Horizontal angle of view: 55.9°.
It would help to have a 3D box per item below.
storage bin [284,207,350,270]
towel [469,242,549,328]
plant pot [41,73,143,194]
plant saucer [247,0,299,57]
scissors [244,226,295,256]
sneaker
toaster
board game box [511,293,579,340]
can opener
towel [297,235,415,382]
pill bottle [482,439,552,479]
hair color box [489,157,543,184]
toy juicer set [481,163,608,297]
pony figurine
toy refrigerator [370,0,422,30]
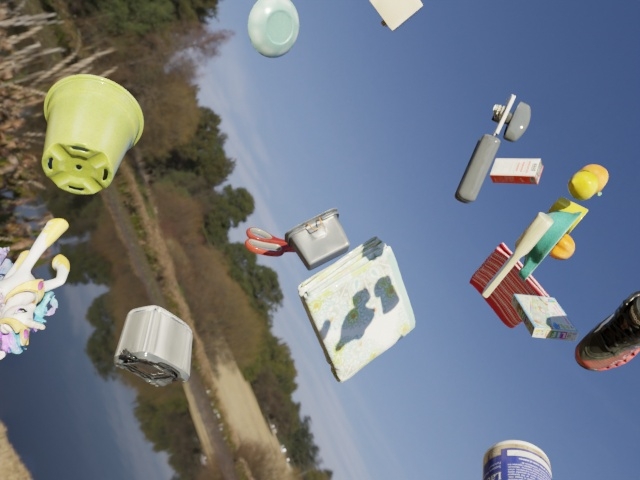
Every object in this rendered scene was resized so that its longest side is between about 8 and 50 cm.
[{"bbox_3d":[0.000,0.000,1.354,0.091,0.135,0.098,59,-13,16],"label":"storage bin"},{"bbox_3d":[0.521,0.136,1.692,0.199,0.031,0.275,53,-16,17],"label":"towel"},{"bbox_3d":[-0.647,-0.274,1.669,0.254,0.276,0.276,-97,179,-45],"label":"plant pot"},{"bbox_3d":[-0.137,-0.674,1.902,0.037,0.195,0.195,29,-39,46],"label":"plant saucer"},{"bbox_3d":[-0.059,0.024,1.547,0.021,0.297,0.109,-64,-153,24],"label":"scissors"},{"bbox_3d":[0.623,0.173,1.211,0.135,0.276,0.098,19,41,-43],"label":"sneaker"},{"bbox_3d":[-0.416,0.261,1.504,0.227,0.129,0.146,48,36,-47],"label":"toaster"},{"bbox_3d":[0.523,0.178,1.415,0.154,0.103,0.026,-91,-172,-66],"label":"board game box"},{"bbox_3d":[0.403,-0.211,1.406,0.093,0.280,0.074,28,-2,5],"label":"can opener"},{"bbox_3d":[0.120,0.211,1.854,0.090,0.320,0.374,30,-33,56],"label":"towel"},{"bbox_3d":[0.426,0.578,1.299,0.265,0.153,0.153,-63,142,-59],"label":"pill bottle"},{"bbox_3d":[0.604,-0.214,1.859,0.141,0.072,0.043,7,-30,38],"label":"hair color box"},{"bbox_3d":[0.443,-0.022,1.108,0.089,0.329,0.209,41,-37,17],"label":"toy juicer set"},{"bbox_3d":[-0.763,0.125,1.395,0.363,0.351,0.303,-96,174,-49],"label":"pony figurine"},{"bbox_3d":[0.170,-0.556,1.420,0.102,0.094,0.269,51,17,-10],"label":"toy refrigerator"}]
